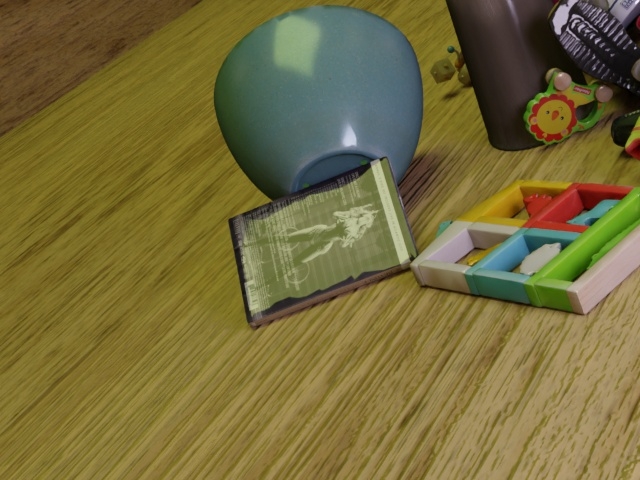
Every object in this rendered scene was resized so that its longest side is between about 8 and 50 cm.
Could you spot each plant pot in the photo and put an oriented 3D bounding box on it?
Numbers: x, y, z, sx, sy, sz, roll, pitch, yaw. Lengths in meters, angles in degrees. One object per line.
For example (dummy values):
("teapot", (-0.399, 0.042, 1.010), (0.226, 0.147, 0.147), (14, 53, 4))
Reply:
("plant pot", (0.011, -0.139, 1.492), (0.290, 0.290, 0.195), (-21, 47, 10))

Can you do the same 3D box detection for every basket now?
("basket", (0.263, -0.266, 1.520), (0.154, 0.226, 0.204), (-17, 23, 21))

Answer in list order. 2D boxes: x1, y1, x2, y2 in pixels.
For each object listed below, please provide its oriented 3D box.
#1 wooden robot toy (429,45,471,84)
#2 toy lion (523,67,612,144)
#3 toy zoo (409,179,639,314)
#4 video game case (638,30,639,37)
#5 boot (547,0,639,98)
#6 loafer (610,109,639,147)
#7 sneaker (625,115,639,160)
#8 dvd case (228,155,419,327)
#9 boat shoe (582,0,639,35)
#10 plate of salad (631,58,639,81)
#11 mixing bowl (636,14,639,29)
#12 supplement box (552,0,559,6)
("wooden robot toy", (0.250, -0.292, 1.855), (0.173, 0.076, 0.079), (-38, -11, -29))
("toy lion", (0.316, -0.169, 1.445), (0.100, 0.096, 0.034), (12, 19, -17))
("toy zoo", (0.230, -0.003, 1.213), (0.192, 0.030, 0.293), (-36, 24, -26))
("video game case", (0.601, -0.347, 1.589), (0.210, 0.041, 0.232), (-1, 31, 48))
("boot", (0.360, -0.244, 1.448), (0.077, 0.198, 0.137), (-53, 15, 8))
("loafer", (0.442, -0.163, 1.287), (0.223, 0.078, 0.076), (-14, 24, 27))
("sneaker", (0.399, -0.087, 1.183), (0.094, 0.081, 0.208), (-52, 27, 9))
("dvd case", (0.000, 0.000, 1.369), (0.221, 0.018, 0.164), (-22, 53, 10))
("boat shoe", (0.391, -0.313, 1.535), (0.095, 0.084, 0.258), (-46, -10, -7))
("plate of salad", (0.467, -0.221, 1.308), (0.200, 0.048, 0.200), (-3, -11, -1))
("mixing bowl", (0.506, -0.264, 1.425), (0.182, 0.098, 0.181), (-22, 22, 9))
("supplement box", (0.450, -0.387, 1.692), (0.220, 0.111, 0.114), (-29, 16, 36))
